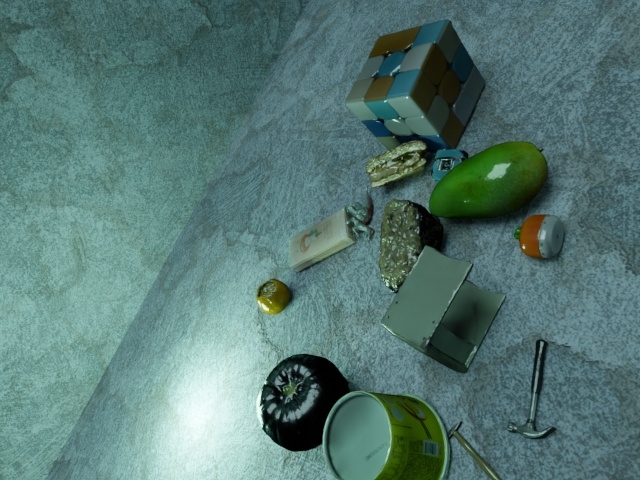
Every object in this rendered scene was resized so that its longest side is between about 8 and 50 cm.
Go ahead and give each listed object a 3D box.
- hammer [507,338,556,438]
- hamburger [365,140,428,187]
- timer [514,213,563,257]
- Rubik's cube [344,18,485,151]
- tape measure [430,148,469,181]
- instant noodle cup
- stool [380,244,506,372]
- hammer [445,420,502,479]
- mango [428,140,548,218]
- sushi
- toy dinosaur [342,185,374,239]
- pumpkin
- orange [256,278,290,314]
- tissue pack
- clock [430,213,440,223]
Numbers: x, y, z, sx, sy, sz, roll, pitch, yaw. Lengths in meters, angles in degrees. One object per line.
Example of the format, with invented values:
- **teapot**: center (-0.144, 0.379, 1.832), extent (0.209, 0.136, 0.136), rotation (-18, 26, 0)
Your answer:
- **hammer**: center (0.544, 0.368, 1.078), extent (0.103, 0.029, 0.246), rotation (-1, 62, 46)
- **hamburger**: center (0.317, -0.307, 1.721), extent (0.262, 0.131, 0.124), rotation (-20, 85, 30)
- **timer**: center (0.614, -0.012, 1.226), extent (0.136, 0.099, 0.136), rotation (-36, 28, 24)
- **Rubik's cube**: center (0.370, -0.580, 1.687), extent (0.347, 0.347, 0.344), rotation (15, 74, 51)
- **tape measure**: center (0.472, -0.265, 1.568), extent (0.146, 0.081, 0.125), rotation (10, 82, 50)
- **instant noodle cup**: center (0.161, 0.551, 1.180), extent (0.311, 0.221, 0.311), rotation (-28, 46, 33)
- **stool**: center (0.353, 0.200, 1.225), extent (0.170, 0.244, 0.269), rotation (26, 83, 51)
- **hammer**: center (0.405, 0.554, 1.099), extent (0.062, 0.013, 0.199), rotation (-52, 38, 4)
- **mango**: center (0.515, -0.170, 1.358), extent (0.382, 0.201, 0.225), rotation (-24, 58, 37)
- **sushi**: center (0.298, 0.022, 1.454), extent (0.211, 0.171, 0.350), rotation (-22, 53, 39)
- **toy dinosaur**: center (0.183, -0.122, 1.788), extent (0.167, 0.053, 0.242), rotation (20, 64, 26)
- **pumpkin**: center (-0.053, 0.535, 1.423), extent (0.315, 0.238, 0.315), rotation (-13, 54, 18)
- **orange**: center (-0.210, 0.244, 1.872), extent (0.155, 0.134, 0.154), rotation (-24, 55, 38)
- **tissue pack**: center (0.000, 0.000, 1.877), extent (0.325, 0.071, 0.170), rotation (-29, 43, 30)
- **clock**: center (0.391, -0.059, 1.553), extent (0.085, 0.017, 0.085), rotation (-26, 47, 32)
